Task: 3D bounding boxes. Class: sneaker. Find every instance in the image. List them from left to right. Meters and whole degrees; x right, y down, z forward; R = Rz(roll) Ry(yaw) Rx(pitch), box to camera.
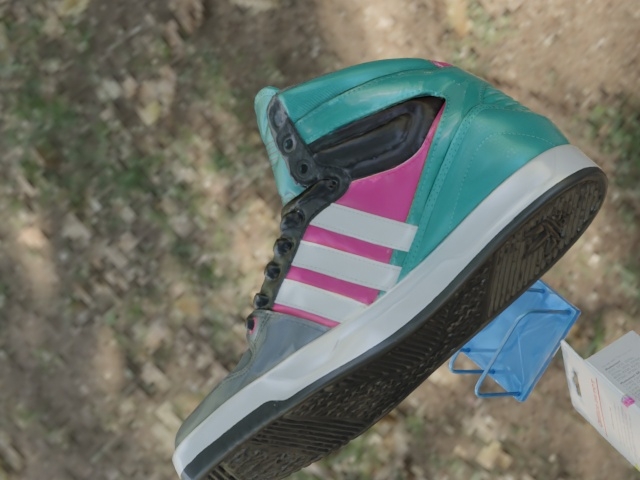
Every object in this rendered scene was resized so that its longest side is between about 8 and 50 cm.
[{"bbox_3d":[0.000,0.000,0.982,0.178,0.295,0.124,52,-177,27],"label":"sneaker"}]

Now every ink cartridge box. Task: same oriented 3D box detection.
[{"bbox_3d":[0.303,0.158,1.549,0.181,0.061,0.104,45,160,45],"label":"ink cartridge box"}]

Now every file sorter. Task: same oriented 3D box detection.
[{"bbox_3d":[0.160,0.072,1.770,0.170,0.104,0.118,42,111,34],"label":"file sorter"}]
